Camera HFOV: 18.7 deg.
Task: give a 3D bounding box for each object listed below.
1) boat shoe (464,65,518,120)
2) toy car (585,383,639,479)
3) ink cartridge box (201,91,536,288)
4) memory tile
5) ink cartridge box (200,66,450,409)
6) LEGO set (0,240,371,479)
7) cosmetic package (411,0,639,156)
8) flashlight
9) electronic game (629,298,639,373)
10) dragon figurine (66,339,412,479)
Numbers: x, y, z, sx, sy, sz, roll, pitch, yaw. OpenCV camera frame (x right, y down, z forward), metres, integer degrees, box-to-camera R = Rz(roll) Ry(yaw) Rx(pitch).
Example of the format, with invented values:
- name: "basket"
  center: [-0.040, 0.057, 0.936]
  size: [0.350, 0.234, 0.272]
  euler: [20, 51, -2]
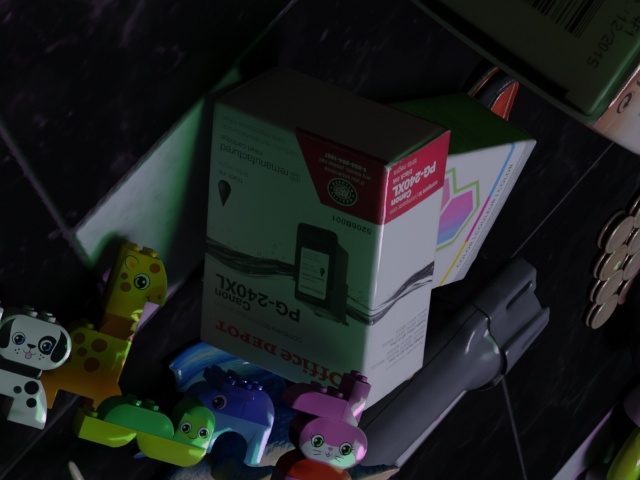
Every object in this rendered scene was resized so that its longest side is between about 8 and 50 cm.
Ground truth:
- name: "boat shoe"
  center: [0.101, -0.048, 1.254]
  size: [0.049, 0.043, 0.137]
  euler: [-18, 136, -49]
- name: "toy car"
  center: [0.362, 0.217, 1.944]
  size: [0.182, 0.136, 0.159]
  euler: [-20, 139, -51]
- name: "ink cartridge box"
  center: [0.032, -0.020, 1.145]
  size: [0.209, 0.062, 0.109]
  euler: [-13, 135, -54]
- name: "memory tile"
  center: [0.265, 0.005, 1.650]
  size: [0.113, 0.012, 0.148]
  euler: [-41, 153, -26]
- name: "ink cartridge box"
  center: [0.000, 0.000, 1.020]
  size: [0.063, 0.109, 0.150]
  euler: [-35, 138, -48]
- name: "LEGO set"
  center: [-0.079, 0.058, 0.989]
  size: [0.227, 0.087, 0.093]
  euler: [18, 94, -20]
- name: "cosmetic package"
  center: [0.186, -0.131, 1.171]
  size: [0.129, 0.153, 0.296]
  euler: [-56, 154, 9]
- name: "flashlight"
  center: [0.034, 0.132, 1.312]
  size: [0.304, 0.103, 0.103]
  euler: [-42, 124, -33]
- name: "electronic game"
  center: [0.350, 0.024, 1.760]
  size: [0.229, 0.048, 0.229]
  euler: [-47, 158, -26]
- name: "dragon figurine"
  center: [-0.052, 0.114, 1.141]
  size: [0.289, 0.144, 0.085]
  euler: [-2, 128, -36]
